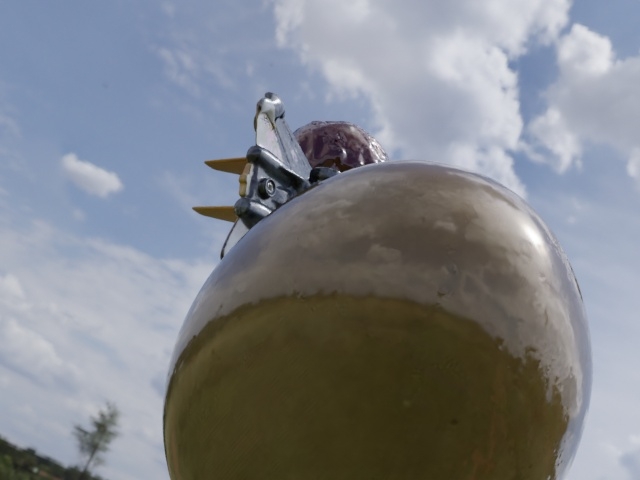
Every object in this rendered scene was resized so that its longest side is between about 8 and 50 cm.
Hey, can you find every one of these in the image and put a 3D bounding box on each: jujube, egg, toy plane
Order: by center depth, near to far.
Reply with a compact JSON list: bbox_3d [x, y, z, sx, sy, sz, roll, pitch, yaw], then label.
[{"bbox_3d":[0.041,0.110,0.715,0.301,0.301,0.374,27,-59,-7],"label":"egg"},{"bbox_3d":[0.010,0.000,1.009,0.103,0.204,0.316,-4,-24,41],"label":"toy plane"},{"bbox_3d":[0.013,-0.018,1.316,0.197,0.290,0.197,2,11,0],"label":"jujube"}]
